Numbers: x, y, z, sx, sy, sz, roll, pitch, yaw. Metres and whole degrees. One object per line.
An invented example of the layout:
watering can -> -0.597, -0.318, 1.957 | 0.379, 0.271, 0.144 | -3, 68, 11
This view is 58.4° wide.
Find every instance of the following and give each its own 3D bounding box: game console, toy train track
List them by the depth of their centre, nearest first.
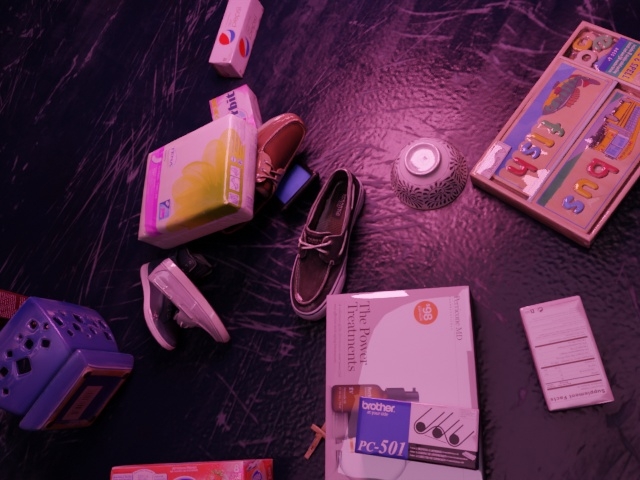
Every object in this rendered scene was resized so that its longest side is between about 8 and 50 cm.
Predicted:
toy train track -> -0.006, 0.401, 1.151 | 0.048, 0.014, 0.083 | 32, 91, 19
game console -> -0.067, -0.127, 1.319 | 0.071, 0.107, 0.122 | 42, 91, -2

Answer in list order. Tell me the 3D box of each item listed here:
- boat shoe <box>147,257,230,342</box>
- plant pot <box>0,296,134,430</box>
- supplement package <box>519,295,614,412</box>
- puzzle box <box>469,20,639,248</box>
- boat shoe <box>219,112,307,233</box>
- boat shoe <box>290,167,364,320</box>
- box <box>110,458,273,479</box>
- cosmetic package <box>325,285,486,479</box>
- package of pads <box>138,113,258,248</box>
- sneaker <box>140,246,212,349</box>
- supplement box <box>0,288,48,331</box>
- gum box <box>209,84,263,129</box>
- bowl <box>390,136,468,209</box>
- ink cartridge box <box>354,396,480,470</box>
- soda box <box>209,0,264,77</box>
boat shoe -> -0.290, 0.147, 1.257 | 0.081, 0.079, 0.227 | -39, 99, -9
plant pot -> -0.584, 0.291, 1.287 | 0.212, 0.236, 0.236 | 36, 87, 20
supplement package -> 0.426, 0.202, 1.003 | 0.105, 0.105, 0.179 | -15, 68, 15
puzzle box -> 0.526, -0.218, 1.136 | 0.272, 0.052, 0.409 | 35, 87, 26
boat shoe -> -0.137, -0.143, 1.310 | 0.324, 0.123, 0.116 | -51, 41, 9
boat shoe -> 0.000, 0.000, 1.222 | 0.121, 0.119, 0.335 | 10, 76, 23
box -> -0.253, 0.517, 1.131 | 0.300, 0.142, 0.154 | -10, 69, 17
cosmetic package -> 0.155, 0.285, 1.085 | 0.284, 0.097, 0.377 | -5, 71, 16
package of pads -> -0.269, -0.127, 1.264 | 0.296, 0.101, 0.229 | -16, 63, 34
sneaker -> -0.323, 0.123, 1.320 | 0.163, 0.086, 0.226 | -24, 66, 13
supplement box -> -0.799, 0.170, 1.397 | 0.130, 0.239, 0.073 | -11, 69, 17
gum box -> -0.201, -0.277, 1.421 | 0.107, 0.062, 0.188 | -20, 67, 14
bowl -> 0.222, -0.158, 1.214 | 0.170, 0.080, 0.170 | -7, 69, 18
ink cartridge box -> 0.167, 0.330, 0.987 | 0.207, 0.046, 0.097 | 1, 72, 19
soda box -> -0.220, -0.541, 1.509 | 0.069, 0.074, 0.216 | 8, 76, 23
